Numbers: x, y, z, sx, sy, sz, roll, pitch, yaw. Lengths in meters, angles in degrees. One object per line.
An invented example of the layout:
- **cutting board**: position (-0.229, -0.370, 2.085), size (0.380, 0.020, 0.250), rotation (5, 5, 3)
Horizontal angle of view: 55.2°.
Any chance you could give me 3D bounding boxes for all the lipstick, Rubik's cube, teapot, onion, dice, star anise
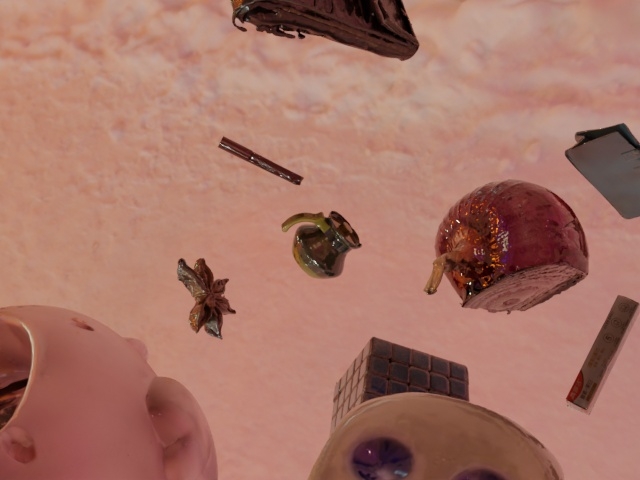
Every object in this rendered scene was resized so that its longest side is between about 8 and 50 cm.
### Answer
- **lipstick**: position (-0.115, -0.152, 1.193), size (0.027, 0.177, 0.027), rotation (-60, 10, 19)
- **Rubik's cube**: position (0.161, 0.383, 1.283), size (0.238, 0.238, 0.236), rotation (17, 45, -8)
- **teapot**: position (0.000, 0.000, 1.226), size (0.119, 0.166, 0.130), rotation (-40, 33, 17)
- **onion**: position (0.333, 0.001, 1.103), size (0.256, 0.272, 0.230), rotation (-24, 55, 24)
- **dice**: position (0.147, 0.401, 0.821), size (0.305, 0.276, 0.304), rotation (11, 36, 23)
- **star anise**: position (-0.274, 0.143, 1.484), size (0.063, 0.172, 0.207), rotation (-24, 75, 25)

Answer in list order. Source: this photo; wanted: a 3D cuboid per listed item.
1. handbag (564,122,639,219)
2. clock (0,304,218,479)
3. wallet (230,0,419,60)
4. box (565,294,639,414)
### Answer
- **handbag**: position (0.618, -0.139, 1.242), size (0.057, 0.221, 0.144), rotation (-53, 17, -19)
- **clock**: position (-0.276, 0.190, 0.501), size (0.369, 0.250, 0.376), rotation (-21, 20, -9)
- **wallet**: position (-0.023, -0.220, 0.347), size (0.039, 0.133, 0.243), rotation (-28, 73, 40)
- **box**: position (0.502, 0.203, 1.086), size (0.040, 0.055, 0.218), rotation (25, 76, 33)
